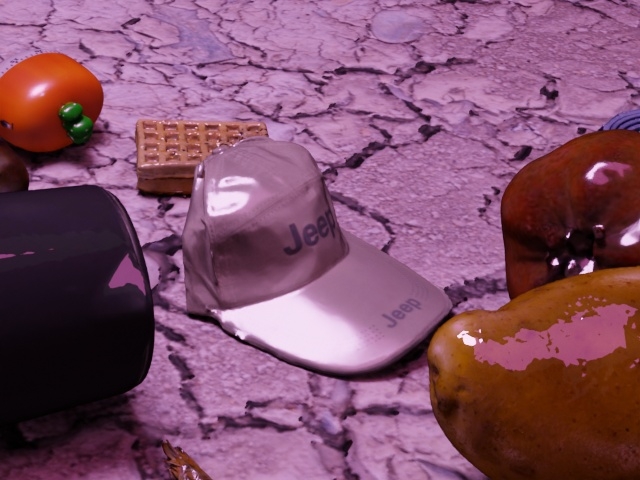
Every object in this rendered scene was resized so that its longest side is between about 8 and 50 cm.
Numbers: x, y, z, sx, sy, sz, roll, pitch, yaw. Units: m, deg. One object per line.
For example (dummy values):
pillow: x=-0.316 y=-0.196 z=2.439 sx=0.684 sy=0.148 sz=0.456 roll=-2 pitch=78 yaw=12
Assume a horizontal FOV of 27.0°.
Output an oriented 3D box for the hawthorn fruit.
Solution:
hawthorn fruit: x=0.280 y=0.005 z=1.233 sx=0.208 sy=0.208 sz=0.248 roll=28 pitch=15 yaw=28

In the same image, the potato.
potato: x=0.265 y=0.120 z=1.053 sx=0.369 sy=0.195 sz=0.176 roll=2 pitch=25 yaw=-10

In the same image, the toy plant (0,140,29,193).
toy plant: x=-0.358 y=-0.036 z=1.259 sx=0.093 sy=0.092 sz=0.162 roll=27 pitch=40 yaw=27

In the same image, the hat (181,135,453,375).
hat: x=0.000 y=0.000 z=1.241 sx=0.245 sy=0.149 sz=0.214 roll=13 pitch=34 yaw=28

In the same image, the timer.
timer: x=-0.289 y=-0.142 z=1.426 sx=0.136 sy=0.099 sz=0.136 roll=4 pitch=48 yaw=-4

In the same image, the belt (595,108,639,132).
belt: x=0.386 y=-0.079 z=1.455 sx=0.190 sy=0.082 sz=0.141 roll=2 pitch=37 yaw=-8

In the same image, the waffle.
waffle: x=-0.123 y=-0.088 z=1.418 sx=0.148 sy=0.042 sz=0.102 roll=1 pitch=35 yaw=-9

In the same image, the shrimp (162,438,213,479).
shrimp: x=-0.116 y=0.198 z=1.023 sx=0.083 sy=0.023 sz=0.114 roll=-16 pitch=44 yaw=-25

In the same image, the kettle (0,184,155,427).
kettle: x=-0.313 y=0.074 z=1.065 sx=0.308 sy=0.262 sz=0.203 roll=-10 pitch=73 yaw=-28
